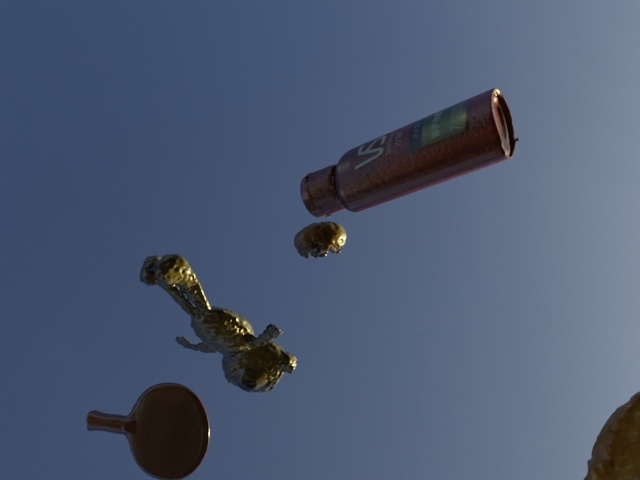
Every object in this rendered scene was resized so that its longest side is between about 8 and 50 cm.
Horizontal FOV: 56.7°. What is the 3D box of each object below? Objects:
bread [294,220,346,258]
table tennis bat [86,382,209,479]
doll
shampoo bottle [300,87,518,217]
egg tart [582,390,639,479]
[{"bbox_3d":[0.000,0.000,1.245,0.113,0.082,0.060,-12,-113,-2],"label":"bread"},{"bbox_3d":[-0.182,0.197,0.622,0.019,0.154,0.098,20,-109,-66],"label":"table tennis bat"},{"bbox_3d":[-0.142,0.132,0.883,0.202,0.286,0.091,0,-138,4],"label":"doll"},{"bbox_3d":[0.113,-0.111,0.834,0.076,0.314,0.118,45,-138,-35],"label":"shampoo bottle"},{"bbox_3d":[0.516,0.379,0.704,0.442,0.178,0.444,2,-124,-3],"label":"egg tart"}]
